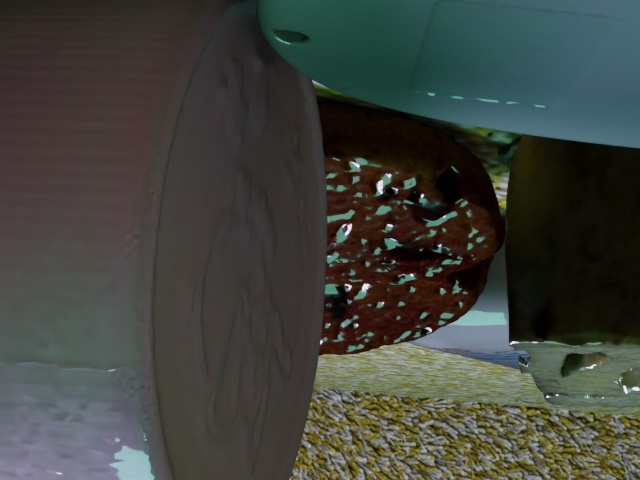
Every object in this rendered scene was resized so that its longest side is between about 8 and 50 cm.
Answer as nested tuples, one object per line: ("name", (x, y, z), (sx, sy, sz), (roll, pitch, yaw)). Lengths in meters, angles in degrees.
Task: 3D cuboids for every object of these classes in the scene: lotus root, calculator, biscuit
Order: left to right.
("biscuit", (0.000, 0.000, 0.623), (0.192, 0.049, 0.192), (-3, 140, -2))
("lotus root", (0.155, 0.021, 0.614), (0.138, 0.119, 0.235), (4, 168, 9))
("calculator", (0.129, -0.064, 0.373), (0.299, 0.041, 0.185), (5, 169, -1))

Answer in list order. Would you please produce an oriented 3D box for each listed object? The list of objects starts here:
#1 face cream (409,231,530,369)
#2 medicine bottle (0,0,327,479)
("face cream", (0.112, 0.039, 0.830), (0.163, 0.080, 0.337), (-3, 166, 42))
("medicine bottle", (-0.172, 0.003, 0.443), (0.316, 0.202, 0.202), (2, 169, 14))
